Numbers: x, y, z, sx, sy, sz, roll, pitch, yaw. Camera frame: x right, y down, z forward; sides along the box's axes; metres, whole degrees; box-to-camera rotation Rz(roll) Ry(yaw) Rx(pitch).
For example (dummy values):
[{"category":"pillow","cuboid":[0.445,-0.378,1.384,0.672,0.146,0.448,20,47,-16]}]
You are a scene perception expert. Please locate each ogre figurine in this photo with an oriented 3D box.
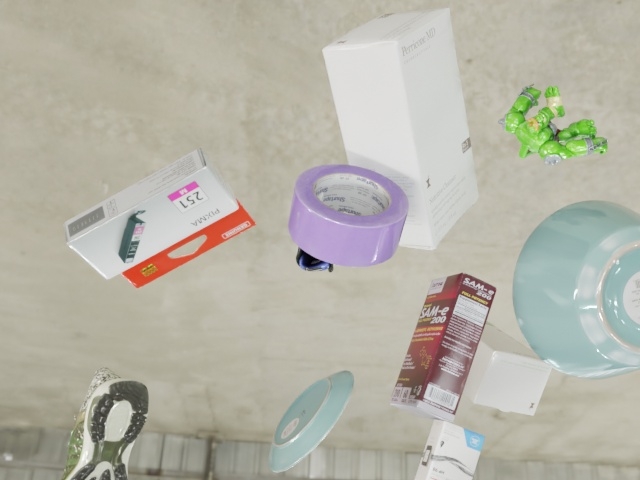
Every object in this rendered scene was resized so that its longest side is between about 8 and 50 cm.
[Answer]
[{"category":"ogre figurine","cuboid":[0.416,-0.203,1.452,0.118,0.197,0.097,-32,167,-18]}]

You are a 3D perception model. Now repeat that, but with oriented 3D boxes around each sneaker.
[{"category":"sneaker","cuboid":[-0.519,0.473,1.820,0.158,0.410,0.182,20,-172,-35]},{"category":"sneaker","cuboid":[0.000,0.000,2.140,0.127,0.182,0.315,10,174,15]}]

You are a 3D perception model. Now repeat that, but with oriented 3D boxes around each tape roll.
[{"category":"tape roll","cuboid":[0.044,-0.044,1.300,0.189,0.189,0.080,7,124,-8]}]

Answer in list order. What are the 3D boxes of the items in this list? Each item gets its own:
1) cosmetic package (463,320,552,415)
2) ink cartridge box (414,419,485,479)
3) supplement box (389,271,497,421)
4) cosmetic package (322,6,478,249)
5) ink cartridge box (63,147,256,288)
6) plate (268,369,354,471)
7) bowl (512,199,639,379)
[{"category":"cosmetic package","cuboid":[0.425,0.314,2.142,0.197,0.155,0.365,16,-172,-24]},{"category":"ink cartridge box","cuboid":[0.273,0.488,1.710,0.104,0.180,0.060,22,167,-11]},{"category":"supplement box","cuboid":[0.208,0.182,1.360,0.073,0.239,0.130,25,165,-11]},{"category":"cosmetic package","cuboid":[0.156,-0.205,1.448,0.156,0.217,0.385,6,124,34]},{"category":"ink cartridge box","cuboid":[-0.271,-0.013,1.415,0.275,0.060,0.239,-28,140,5]},{"category":"plate","cuboid":[-0.021,0.264,1.197,0.024,0.188,0.188,43,140,-11]},{"category":"bowl","cuboid":[0.490,0.086,1.301,0.311,0.311,0.163,8,179,-10]}]
